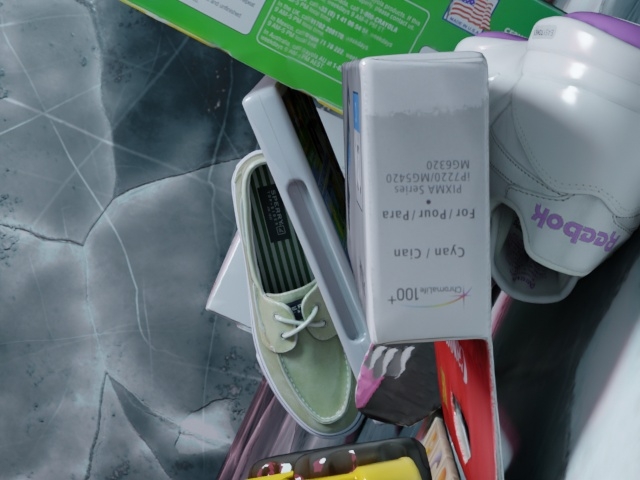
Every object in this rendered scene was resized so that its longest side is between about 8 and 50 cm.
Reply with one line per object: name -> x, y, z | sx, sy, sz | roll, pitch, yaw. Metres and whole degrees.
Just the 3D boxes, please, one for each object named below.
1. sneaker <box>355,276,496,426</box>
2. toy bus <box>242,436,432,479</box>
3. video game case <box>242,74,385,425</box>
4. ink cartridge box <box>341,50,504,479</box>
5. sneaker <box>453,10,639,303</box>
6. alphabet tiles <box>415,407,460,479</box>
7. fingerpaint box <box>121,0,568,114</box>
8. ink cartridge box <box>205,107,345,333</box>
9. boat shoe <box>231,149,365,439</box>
sneaker -> 0.090, 0.063, 0.946 | 0.178, 0.072, 0.077 | -56, -6, -7
toy bus -> -0.049, 0.182, 0.620 | 0.220, 0.211, 0.149 | 133, 132, -74
video game case -> 0.010, -0.016, 1.175 | 0.036, 0.300, 0.329 | -21, 11, 6
ink cartridge box -> 0.053, 0.023, 0.731 | 0.296, 0.066, 0.261 | -94, 1, -83
sneaker -> 0.119, -0.046, 0.734 | 0.305, 0.114, 0.152 | -123, 54, -87
alphabet tiles -> 0.045, 0.231, 0.840 | 0.237, 0.009, 0.198 | -84, 19, -81
fingerpaint box -> -0.004, -0.233, 1.131 | 0.163, 0.445, 0.371 | -62, 4, 11
ink cartridge box -> 0.000, 0.000, 1.530 | 0.198, 0.197, 0.270 | 175, 119, -85
boat shoe -> -0.029, 0.058, 1.236 | 0.094, 0.109, 0.302 | -54, -54, -86
